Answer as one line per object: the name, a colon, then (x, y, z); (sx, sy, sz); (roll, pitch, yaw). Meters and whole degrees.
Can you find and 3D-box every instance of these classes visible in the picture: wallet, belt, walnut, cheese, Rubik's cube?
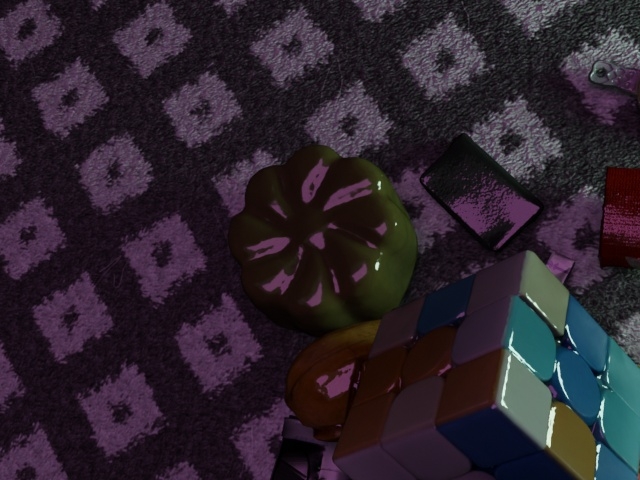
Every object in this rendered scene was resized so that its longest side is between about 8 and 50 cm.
wallet: (-0.025, 0.464, 1.836); (0.170, 0.069, 0.231); (11, 76, 22)
wallet: (0.322, -0.098, 1.927); (0.149, 0.044, 0.250); (-46, 69, 3)
belt: (0.596, -0.040, 1.790); (0.124, 0.128, 0.201); (5, 74, 17)
walnut: (0.092, 0.253, 1.800); (0.336, 0.209, 0.209); (-27, 67, -16)
cheese: (0.677, -0.302, 1.876); (0.286, 0.082, 0.163); (16, 77, 21)
Rubik's cube: (0.285, 0.288, 1.542); (0.347, 0.346, 0.344); (-31, 25, 41)

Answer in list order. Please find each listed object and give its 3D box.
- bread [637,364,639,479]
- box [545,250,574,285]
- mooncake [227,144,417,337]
bread: (0.574, 0.434, 1.646); (0.333, 0.143, 0.323); (-45, 69, -1)
box: (0.451, 0.082, 1.840); (0.051, 0.036, 0.117); (25, 82, 21)
mooncake: (0.000, 0.000, 1.879); (0.378, 0.201, 0.378); (-7, 65, 16)
